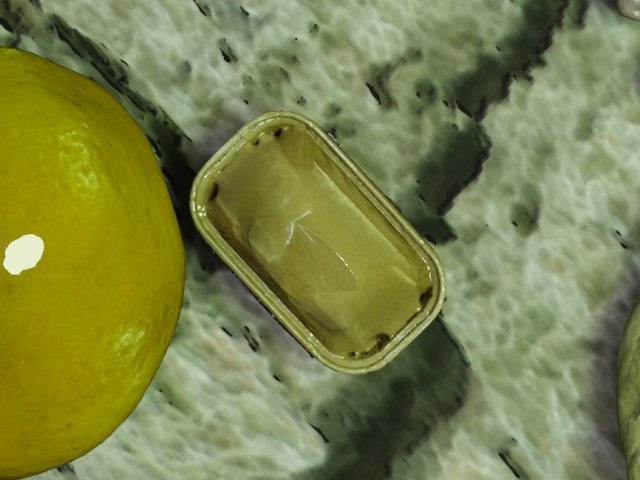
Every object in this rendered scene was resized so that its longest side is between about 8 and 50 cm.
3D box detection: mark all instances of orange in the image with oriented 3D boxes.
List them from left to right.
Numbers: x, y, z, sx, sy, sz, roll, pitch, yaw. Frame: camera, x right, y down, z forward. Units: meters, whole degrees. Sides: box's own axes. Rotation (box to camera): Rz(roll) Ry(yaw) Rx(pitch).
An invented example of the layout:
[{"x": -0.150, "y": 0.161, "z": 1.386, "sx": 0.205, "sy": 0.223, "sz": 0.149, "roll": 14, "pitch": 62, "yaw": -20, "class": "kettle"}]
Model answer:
[{"x": -0.212, "y": 0.011, "z": 0.957, "sx": 0.279, "sy": 0.235, "sz": 0.279, "roll": 24, "pitch": 124, "yaw": 40, "class": "orange"}]

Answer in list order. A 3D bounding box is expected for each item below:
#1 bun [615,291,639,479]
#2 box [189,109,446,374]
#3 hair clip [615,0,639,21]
[{"x": 0.294, "y": 0.109, "z": 0.970, "sx": 0.237, "sy": 0.116, "sz": 0.210, "roll": 42, "pitch": 97, "yaw": 4, "class": "bun"}, {"x": 0.000, "y": 0.000, "z": 1.004, "sx": 0.111, "sy": 0.111, "sz": 0.177, "roll": -44, "pitch": 89, "yaw": 8, "class": "box"}, {"x": 0.247, "y": -0.226, "z": 0.972, "sx": 0.173, "sy": 0.069, "sz": 0.300, "roll": -26, "pitch": 91, "yaw": 6, "class": "hair clip"}]
